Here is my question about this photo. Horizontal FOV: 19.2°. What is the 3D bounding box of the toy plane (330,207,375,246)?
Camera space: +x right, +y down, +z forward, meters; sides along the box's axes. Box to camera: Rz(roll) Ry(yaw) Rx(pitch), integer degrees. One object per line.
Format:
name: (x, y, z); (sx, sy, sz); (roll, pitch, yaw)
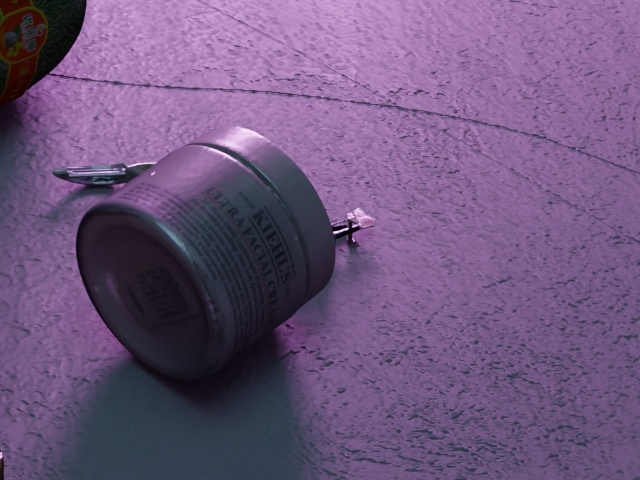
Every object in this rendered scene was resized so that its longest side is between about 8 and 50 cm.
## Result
toy plane: (0.000, 0.000, 1.758); (0.121, 0.031, 0.049); (-19, 41, -23)

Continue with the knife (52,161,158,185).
knife: (-0.164, -0.065, 1.802); (0.184, 0.026, 0.022); (-2, 84, -15)

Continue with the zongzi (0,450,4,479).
zongzi: (-0.510, 0.040, 1.325); (0.500, 0.218, 0.467); (-14, 92, -29)

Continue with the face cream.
face cream: (-0.100, 0.012, 1.619); (0.177, 0.177, 0.153); (34, 50, 23)

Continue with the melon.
melon: (-0.336, -0.217, 1.818); (0.182, 0.182, 0.288); (34, 47, 24)
